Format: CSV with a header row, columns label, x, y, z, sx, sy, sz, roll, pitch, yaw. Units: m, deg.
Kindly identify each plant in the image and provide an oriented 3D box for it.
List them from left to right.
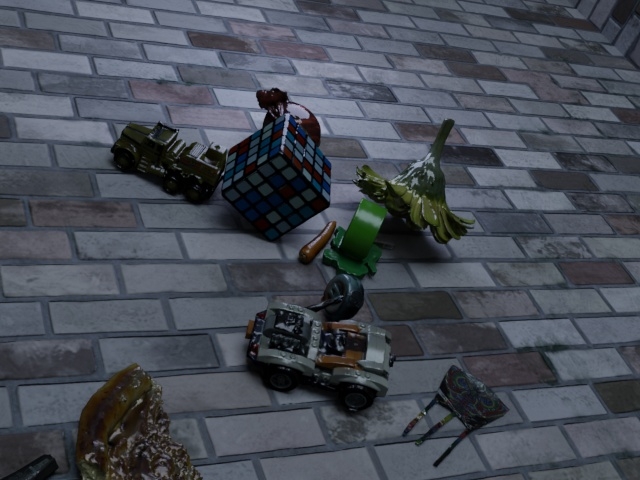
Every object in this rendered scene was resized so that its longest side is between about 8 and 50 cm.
label,x,y,z,sx,sy,sz,roll,pitch,yaw
plant,0.225,-0.133,2.220,0.305,0.261,0.297,17,71,-24

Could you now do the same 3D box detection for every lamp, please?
label,x,y,z,sx,sy,sz,roll,pitch,yaw
lamp,-0.073,-0.292,2.337,0.151,0.215,0.223,-8,73,9

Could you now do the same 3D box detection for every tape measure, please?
label,x,y,z,sx,sy,sz,roll,pitch,yaw
tape measure,-0.001,0.117,1.914,0.179,0.104,0.107,6,44,-23

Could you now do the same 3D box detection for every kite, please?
label,x,y,z,sx,sy,sz,roll,pitch,yaw
kite,0.272,0.354,1.843,0.152,0.015,0.285,37,39,19

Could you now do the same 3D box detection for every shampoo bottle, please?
label,x,y,z,sx,sy,sz,roll,pitch,yaw
shampoo bottle,-0.470,0.380,1.409,0.048,0.027,0.137,35,38,18

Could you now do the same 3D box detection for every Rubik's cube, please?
label,x,y,z,sx,sy,sz,roll,pitch,yaw
Rubik's cube,-0.097,-0.146,2.072,0.184,0.182,0.187,45,27,-30

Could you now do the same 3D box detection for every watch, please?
label,x,y,z,sx,sy,sz,roll,pitch,yaw
watch,0.098,-0.007,2.085,0.131,0.152,0.165,28,35,2

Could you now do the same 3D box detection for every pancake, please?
label,x,y,z,sx,sy,sz,roll,pitch,yaw
pancake,-0.293,0.333,1.536,0.244,0.057,0.266,30,36,7

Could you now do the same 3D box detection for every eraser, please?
label,x,y,z,sx,sy,sz,roll,pitch,yaw
eraser,0.137,-0.001,2.204,0.083,0.019,0.038,9,41,-18

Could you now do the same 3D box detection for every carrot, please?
label,x,y,z,sx,sy,sz,roll,pitch,yaw
carrot,0.000,0.000,2.123,0.037,0.037,0.190,31,34,10

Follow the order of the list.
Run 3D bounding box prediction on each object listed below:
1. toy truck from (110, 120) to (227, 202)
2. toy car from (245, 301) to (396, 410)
label,x,y,z,sx,sy,sz,roll,pitch,yaw
toy truck,-0.349,-0.199,2.107,0.257,0.127,0.127,22,38,4
toy car,-0.002,0.219,1.786,0.301,0.118,0.193,18,40,-6
